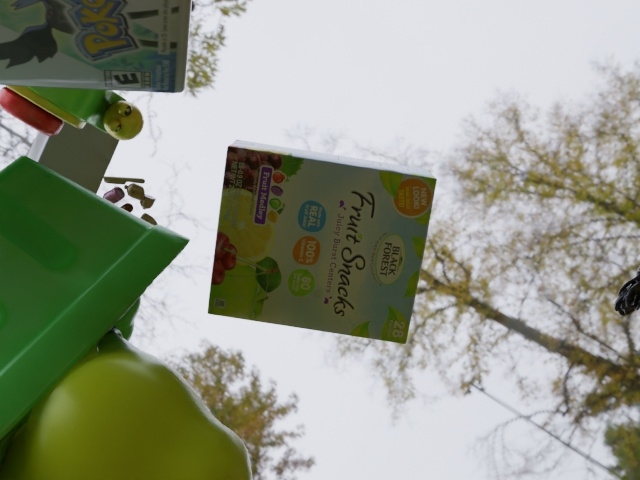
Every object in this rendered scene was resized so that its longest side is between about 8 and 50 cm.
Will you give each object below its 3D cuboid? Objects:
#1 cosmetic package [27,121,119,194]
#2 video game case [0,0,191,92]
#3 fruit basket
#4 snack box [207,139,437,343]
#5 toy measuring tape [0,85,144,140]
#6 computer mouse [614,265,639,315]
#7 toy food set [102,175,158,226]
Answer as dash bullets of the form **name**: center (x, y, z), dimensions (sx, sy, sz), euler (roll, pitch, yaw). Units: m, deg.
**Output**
- **cosmetic package**: center (-0.384, -0.094, 1.170), dimensions (0.107, 0.127, 0.238), euler (24, -106, -29)
- **video game case**: center (-0.242, -0.213, 0.574), dimensions (0.299, 0.036, 0.329), euler (1, -22, -12)
- **fruit basket**: center (-0.232, 0.154, 0.677), dimensions (0.392, 0.392, 0.283), euler (-18, -13, -39)
- **snack box**: center (0.000, 0.000, 0.805), dimensions (0.070, 0.207, 0.175), euler (-87, 5, -76)
- **toy measuring tape**: center (-0.324, -0.199, 0.791), dimensions (0.330, 0.121, 0.121), euler (32, -90, -10)
- **computer mouse**: center (0.373, 0.086, 0.790), dimensions (0.193, 0.042, 0.106), euler (44, -121, -10)
- **toy food set**: center (-0.264, -0.043, 1.104), dimensions (0.077, 0.019, 0.122), euler (4, -49, 1)
